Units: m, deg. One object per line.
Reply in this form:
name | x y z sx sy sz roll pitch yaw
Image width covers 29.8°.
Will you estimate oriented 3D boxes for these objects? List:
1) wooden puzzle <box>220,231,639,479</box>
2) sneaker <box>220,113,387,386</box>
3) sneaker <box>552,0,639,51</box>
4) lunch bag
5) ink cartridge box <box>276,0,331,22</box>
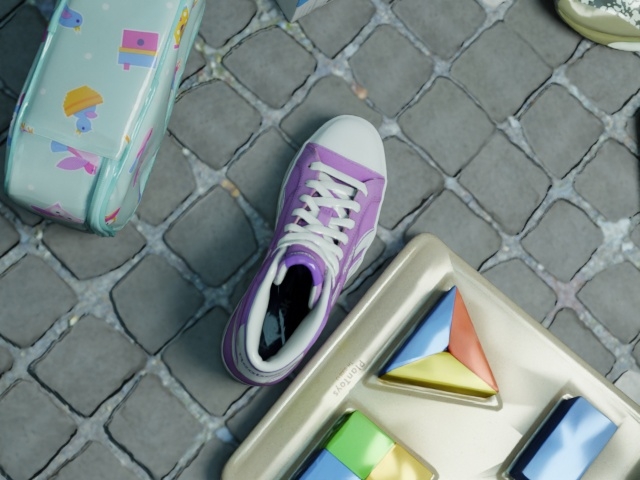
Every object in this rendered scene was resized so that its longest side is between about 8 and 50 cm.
wooden puzzle | 0.134 0.211 1.120 0.348 0.080 0.322 41 76 -2
sneaker | 0.001 0.001 1.093 0.102 0.161 0.282 22 76 -4
sneaker | 0.432 -0.301 1.201 0.410 0.182 0.158 -10 80 -5
lunch bag | -0.178 -0.144 1.057 0.108 0.224 0.279 20 84 -2
ink cartridge box | 0.038 -0.293 1.176 0.180 0.104 0.060 -31 87 -13
